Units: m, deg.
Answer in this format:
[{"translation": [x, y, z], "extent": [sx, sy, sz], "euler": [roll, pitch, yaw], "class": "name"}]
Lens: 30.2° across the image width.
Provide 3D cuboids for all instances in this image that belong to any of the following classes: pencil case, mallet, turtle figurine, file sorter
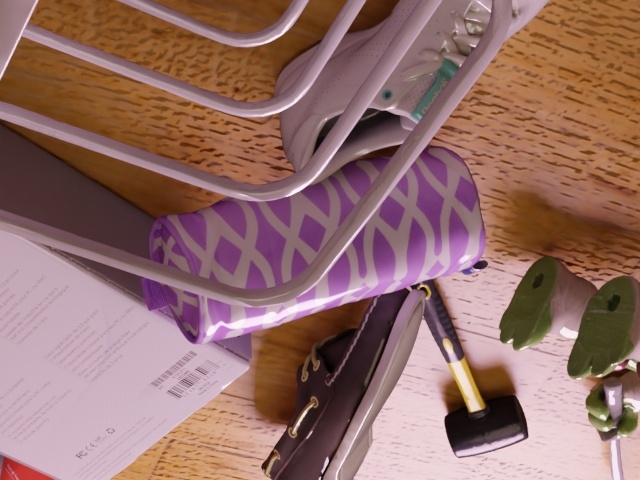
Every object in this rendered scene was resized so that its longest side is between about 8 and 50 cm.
[{"translation": [0.000, 0.000, 0.717], "extent": [0.206, 0.088, 0.086], "euler": [-13, 96, -23], "class": "pencil case"}, {"translation": [0.110, 0.089, 0.876], "extent": [0.062, 0.039, 0.190], "euler": [-12, 127, 8], "class": "mallet"}, {"translation": [0.246, 0.138, 0.823], "extent": [0.266, 0.198, 0.275], "euler": [29, 119, -22], "class": "turtle figurine"}, {"translation": [-0.051, -0.137, 0.502], "extent": [0.173, 0.278, 0.193], "euler": [20, 127, -23], "class": "file sorter"}]

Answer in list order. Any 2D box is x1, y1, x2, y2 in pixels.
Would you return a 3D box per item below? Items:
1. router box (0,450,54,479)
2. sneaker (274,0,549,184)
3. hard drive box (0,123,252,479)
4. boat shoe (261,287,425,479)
[{"translation": [-0.363, 0.254, 0.803], "extent": [0.335, 0.301, 0.082], "euler": [-12, 131, 7], "class": "router box"}, {"translation": [0.064, -0.103, 0.662], "extent": [0.212, 0.094, 0.080], "euler": [-38, 123, 25], "class": "sneaker"}, {"translation": [-0.189, 0.048, 0.776], "extent": [0.232, 0.089, 0.181], "euler": [34, 121, -30], "class": "hard drive box"}, {"translation": [0.011, 0.113, 0.857], "extent": [0.068, 0.081, 0.228], "euler": [30, 128, 13], "class": "boat shoe"}]
